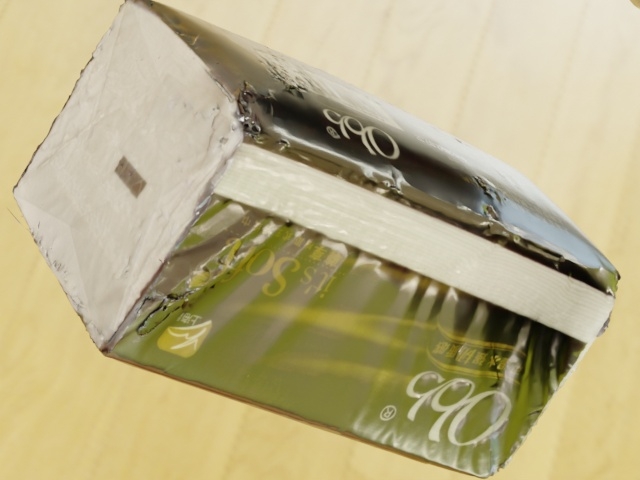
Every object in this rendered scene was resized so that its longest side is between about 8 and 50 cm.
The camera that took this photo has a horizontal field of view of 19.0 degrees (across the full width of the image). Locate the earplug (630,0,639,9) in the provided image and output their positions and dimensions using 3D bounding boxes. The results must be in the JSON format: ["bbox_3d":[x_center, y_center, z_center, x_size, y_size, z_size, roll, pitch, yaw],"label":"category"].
[{"bbox_3d":[0.283,-0.398,1.390,0.394,0.312,0.313,55,49,-30],"label":"earplug"}]

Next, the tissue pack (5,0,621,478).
[{"bbox_3d":[0.000,0.000,1.287,0.370,0.198,0.210,23,21,-38],"label":"tissue pack"}]
